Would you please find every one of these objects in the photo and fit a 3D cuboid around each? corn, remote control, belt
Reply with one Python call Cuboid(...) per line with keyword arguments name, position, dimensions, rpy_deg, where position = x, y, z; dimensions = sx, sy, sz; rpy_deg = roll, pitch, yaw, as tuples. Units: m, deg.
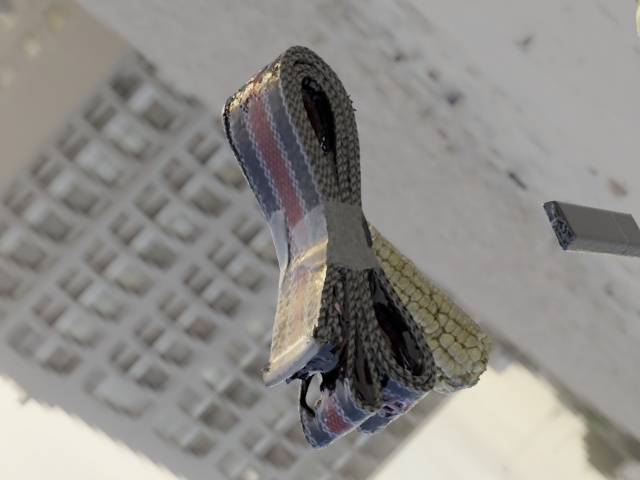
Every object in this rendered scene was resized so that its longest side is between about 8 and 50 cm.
Cuboid(name="corn", position=(0.093, 0.075, 1.992), dimensions=(0.211, 0.087, 0.087), rpy_deg=(44, -176, -13))
Cuboid(name="remote control", position=(0.313, -0.013, 2.134), dimensions=(0.245, 0.025, 0.063), rpy_deg=(4, -124, -61))
Cuboid(name="belt", position=(0.000, 0.000, 1.627), dimensions=(0.126, 0.094, 0.359), rpy_deg=(8, -122, -34))

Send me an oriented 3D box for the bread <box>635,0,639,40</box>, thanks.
Cuboid(name="bread", position=(0.368, -0.143, 1.384), dimensions=(0.301, 0.301, 0.045), rpy_deg=(44, 145, 2))
